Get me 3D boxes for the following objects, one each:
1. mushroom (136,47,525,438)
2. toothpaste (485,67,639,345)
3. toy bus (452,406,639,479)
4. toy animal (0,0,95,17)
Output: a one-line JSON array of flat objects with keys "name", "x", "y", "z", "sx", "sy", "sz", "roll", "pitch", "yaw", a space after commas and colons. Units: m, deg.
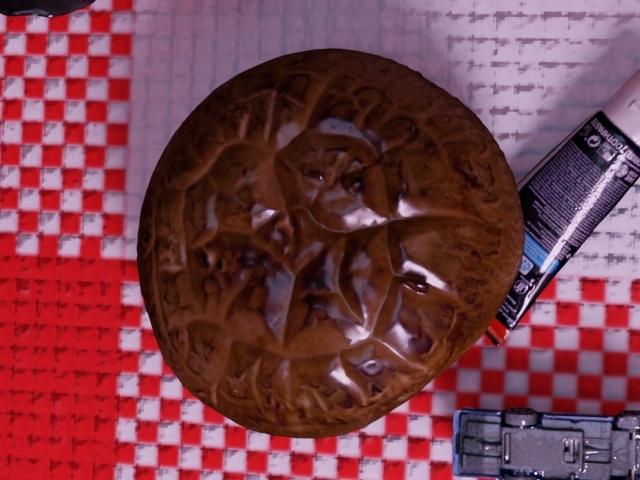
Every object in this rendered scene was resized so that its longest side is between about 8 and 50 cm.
[{"name": "mushroom", "x": 0.000, "y": 0.000, "z": 0.988, "sx": 0.253, "sy": 0.153, "sz": 0.253, "roll": -3, "pitch": 80, "yaw": 18}, {"name": "toothpaste", "x": 0.152, "y": -0.026, "z": 1.009, "sx": 0.071, "sy": 0.045, "sz": 0.193, "roll": 45, "pitch": 104, "yaw": 18}, {"name": "toy bus", "x": 0.160, "y": 0.129, "z": 0.990, "sx": 0.153, "sy": 0.061, "sz": 0.051, "roll": 1, "pitch": 90, "yaw": 14}, {"name": "toy animal", "x": -0.127, "y": -0.331, "z": 0.958, "sx": 0.194, "sy": 0.258, "sz": 0.357, "roll": 2, "pitch": 111, "yaw": 5}]
